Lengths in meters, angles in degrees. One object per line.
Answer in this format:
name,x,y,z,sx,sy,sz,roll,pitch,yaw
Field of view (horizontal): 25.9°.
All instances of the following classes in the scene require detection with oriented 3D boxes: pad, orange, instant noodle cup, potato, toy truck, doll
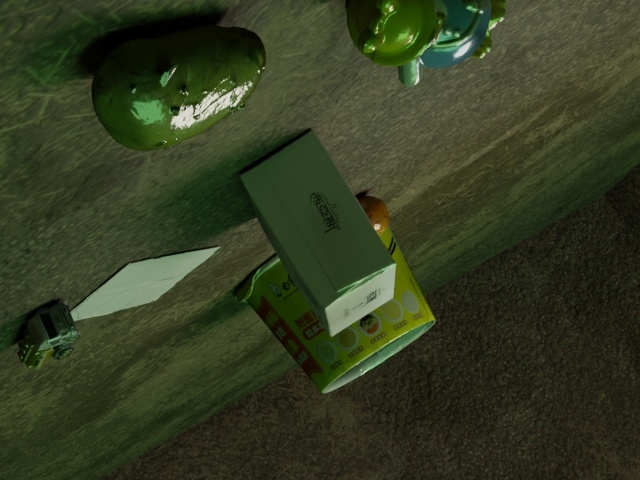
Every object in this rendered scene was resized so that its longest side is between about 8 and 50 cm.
pad,-0.246,0.060,1.920,0.156,0.004,0.232,-39,168,26
orange,0.070,-0.033,2.229,0.083,0.070,0.083,-37,166,-11
instant noodle cup,0.038,0.108,2.368,0.311,0.221,0.311,-31,168,-7
potato,-0.122,-0.137,1.201,0.188,0.085,0.105,-28,147,-41
toy truck,-0.352,0.125,1.785,0.063,0.052,0.123,-20,166,-26
doll,0.103,-0.225,1.411,0.135,0.098,0.241,-33,172,30

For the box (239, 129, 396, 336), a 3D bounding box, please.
box,0.002,-0.002,1.825,0.116,0.203,0.274,-32,169,-4
